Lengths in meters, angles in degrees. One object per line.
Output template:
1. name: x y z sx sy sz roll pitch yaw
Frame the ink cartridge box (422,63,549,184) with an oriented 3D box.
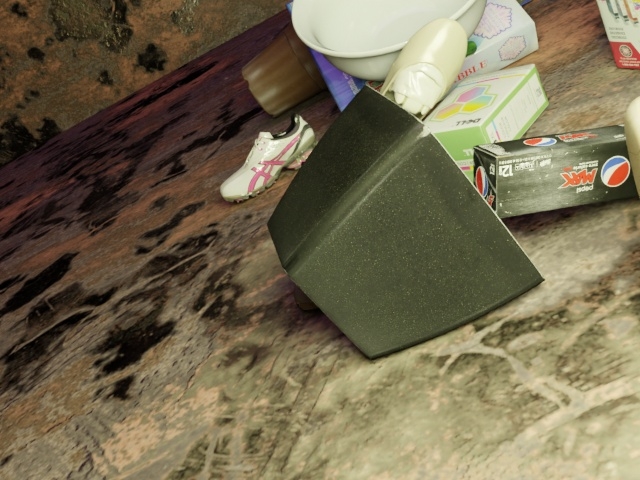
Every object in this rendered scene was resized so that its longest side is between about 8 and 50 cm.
1. ink cartridge box: 0.187 -0.138 0.917 0.109 0.062 0.209 -1 37 48

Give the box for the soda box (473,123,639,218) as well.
1. soda box: 0.226 -0.065 0.667 0.168 0.060 0.053 -9 22 -9

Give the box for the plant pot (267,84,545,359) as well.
1. plant pot: 0.057 -0.007 0.678 0.167 0.188 0.187 -40 23 5

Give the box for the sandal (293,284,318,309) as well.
1. sandal: 0.000 0.000 0.859 0.089 0.060 0.219 -20 26 20

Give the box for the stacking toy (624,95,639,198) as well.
1. stacking toy: 0.394 -0.080 0.499 0.330 0.141 0.141 -16 27 19

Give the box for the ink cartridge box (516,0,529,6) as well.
1. ink cartridge box: 0.241 -0.488 1.450 0.270 0.151 0.395 -32 25 -6

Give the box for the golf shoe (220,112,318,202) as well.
1. golf shoe: -0.093 -0.135 1.201 0.186 0.086 0.067 -35 26 -9

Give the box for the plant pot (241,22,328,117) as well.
1. plant pot: -0.065 -0.352 1.523 0.165 0.167 0.167 -32 23 14

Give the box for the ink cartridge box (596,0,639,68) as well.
1. ink cartridge box: 0.412 -0.309 0.860 0.127 0.176 0.128 -34 24 -9

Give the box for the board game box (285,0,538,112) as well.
1. board game box: 0.136 -0.355 1.207 0.317 0.066 0.319 -28 56 6

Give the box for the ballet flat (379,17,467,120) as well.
1. ballet flat: 0.110 -0.176 0.959 0.086 0.086 0.248 -54 0 -43

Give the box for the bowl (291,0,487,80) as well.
1. bowl: 0.118 -0.332 1.071 0.297 0.134 0.298 -13 53 18
